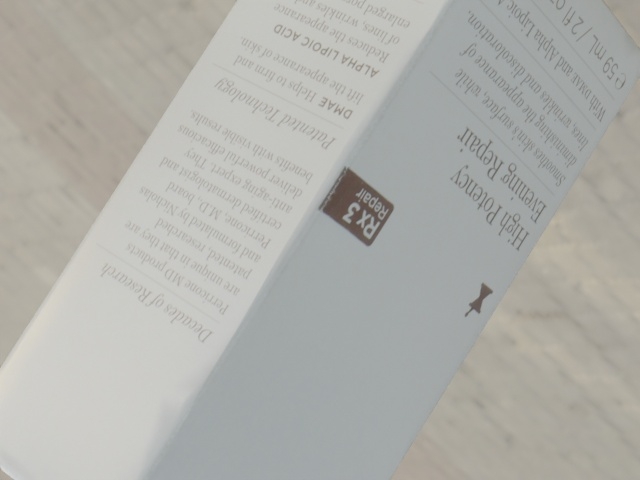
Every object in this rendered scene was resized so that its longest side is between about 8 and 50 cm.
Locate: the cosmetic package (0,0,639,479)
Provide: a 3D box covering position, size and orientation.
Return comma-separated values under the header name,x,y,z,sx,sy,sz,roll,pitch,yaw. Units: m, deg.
name,x,y,z,sx,sy,sz,roll,pitch,yaw
cosmetic package,0.000,0.000,0.574,0.085,0.231,0.117,28,176,39
